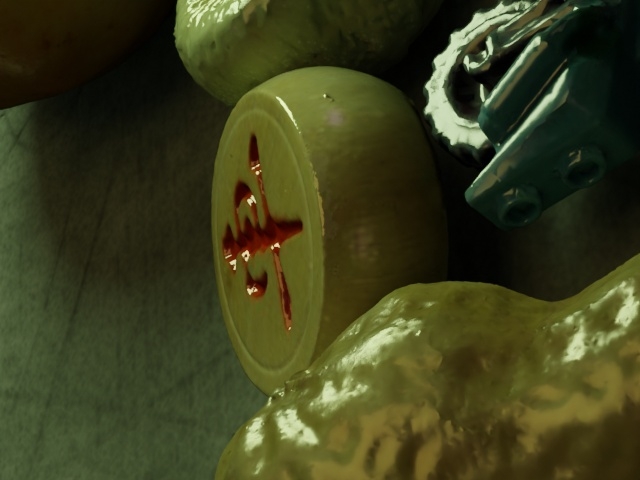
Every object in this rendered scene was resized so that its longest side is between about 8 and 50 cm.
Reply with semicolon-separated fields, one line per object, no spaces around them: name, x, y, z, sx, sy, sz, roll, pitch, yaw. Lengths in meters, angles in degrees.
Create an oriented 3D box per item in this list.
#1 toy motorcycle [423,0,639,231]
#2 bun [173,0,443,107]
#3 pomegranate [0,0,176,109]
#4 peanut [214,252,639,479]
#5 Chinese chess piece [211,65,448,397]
toy motorcycle;0.245;-0.141;0.833;0.416;0.172;0.232;-31;48;23
bun;-0.001;-0.194;1.106;0.244;0.153;0.244;-35;24;18
pomegranate;-0.312;-0.327;1.302;0.411;0.411;0.411;-18;62;39
peanut;0.117;0.109;0.829;0.387;0.169;0.192;-18;76;13
Chinese chess piece;0.000;0.000;0.999;0.251;0.097;0.251;176;90;-67
